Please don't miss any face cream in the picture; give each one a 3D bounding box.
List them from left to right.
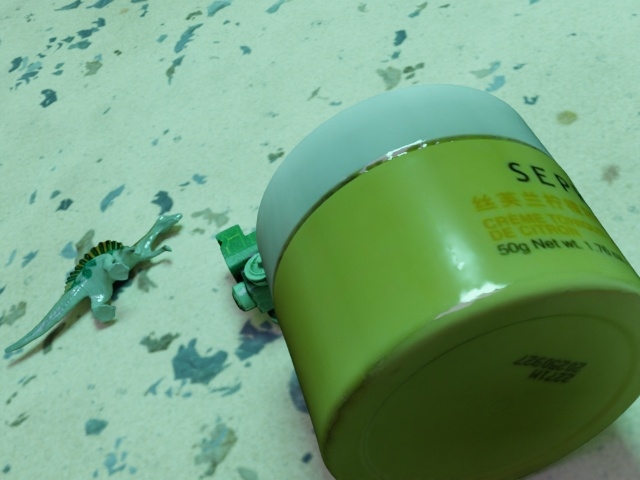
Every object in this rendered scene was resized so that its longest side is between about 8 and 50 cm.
[{"bbox_3d":[0.081,0.038,0.520,0.218,0.218,0.179,-21,48,0],"label":"face cream"}]

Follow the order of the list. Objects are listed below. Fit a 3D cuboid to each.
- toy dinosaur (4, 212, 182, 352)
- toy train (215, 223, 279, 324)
[{"bbox_3d":[-0.215,0.032,0.757,0.187,0.044,0.106,-33,33,7],"label":"toy dinosaur"},{"bbox_3d":[0.000,0.000,0.688,0.178,0.071,0.104,-28,36,-4],"label":"toy train"}]
